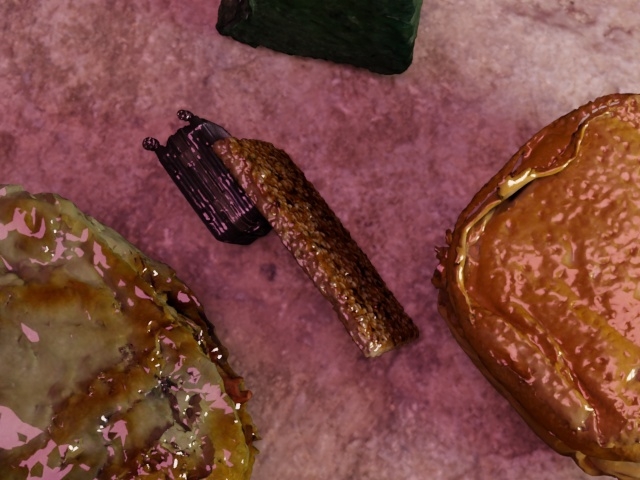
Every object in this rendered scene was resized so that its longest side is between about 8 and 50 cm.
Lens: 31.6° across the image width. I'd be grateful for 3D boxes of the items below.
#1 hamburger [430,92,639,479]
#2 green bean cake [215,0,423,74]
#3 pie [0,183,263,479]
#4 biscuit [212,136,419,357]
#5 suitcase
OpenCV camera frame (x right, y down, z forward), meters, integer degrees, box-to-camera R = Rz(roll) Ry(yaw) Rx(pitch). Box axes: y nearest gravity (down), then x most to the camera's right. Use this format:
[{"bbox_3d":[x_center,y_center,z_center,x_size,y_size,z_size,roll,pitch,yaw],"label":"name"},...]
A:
[{"bbox_3d":[0.259,0.033,0.938,0.319,0.158,0.318,-1,79,5],"label":"hamburger"},{"bbox_3d":[-0.001,-0.242,0.995,0.193,0.208,0.107,14,77,6],"label":"green bean cake"},{"bbox_3d":[-0.271,0.155,0.934,0.418,0.180,0.395,41,83,4],"label":"pie"},{"bbox_3d":[0.000,0.000,0.984,0.025,0.131,0.231,-40,78,16],"label":"biscuit"},{"bbox_3d":[-0.092,-0.054,1.024,0.059,0.086,0.126,-39,77,12],"label":"suitcase"}]
